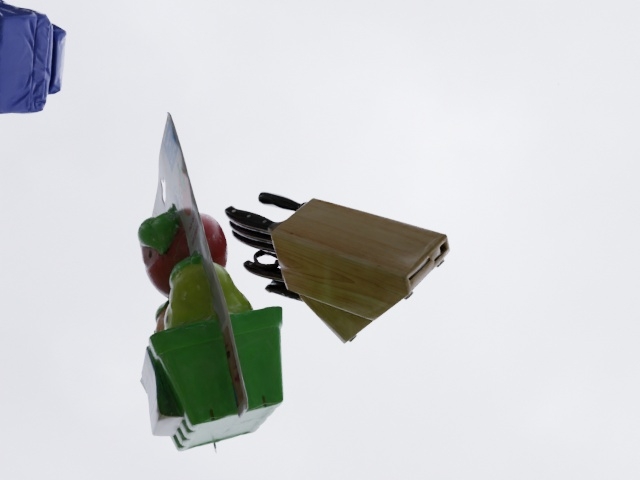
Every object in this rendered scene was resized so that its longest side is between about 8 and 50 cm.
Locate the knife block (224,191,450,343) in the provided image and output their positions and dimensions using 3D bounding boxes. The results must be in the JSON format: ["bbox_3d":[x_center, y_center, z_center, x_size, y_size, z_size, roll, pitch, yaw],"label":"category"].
[{"bbox_3d":[0.000,0.000,1.046,0.242,0.088,0.276,46,-32,2],"label":"knife block"}]

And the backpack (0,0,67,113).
[{"bbox_3d":[-0.293,-0.167,0.736,0.120,0.101,0.098,23,-71,24],"label":"backpack"}]

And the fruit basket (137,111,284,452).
[{"bbox_3d":[-0.170,0.074,1.035,0.165,0.327,0.353,-17,-106,-21],"label":"fruit basket"}]
